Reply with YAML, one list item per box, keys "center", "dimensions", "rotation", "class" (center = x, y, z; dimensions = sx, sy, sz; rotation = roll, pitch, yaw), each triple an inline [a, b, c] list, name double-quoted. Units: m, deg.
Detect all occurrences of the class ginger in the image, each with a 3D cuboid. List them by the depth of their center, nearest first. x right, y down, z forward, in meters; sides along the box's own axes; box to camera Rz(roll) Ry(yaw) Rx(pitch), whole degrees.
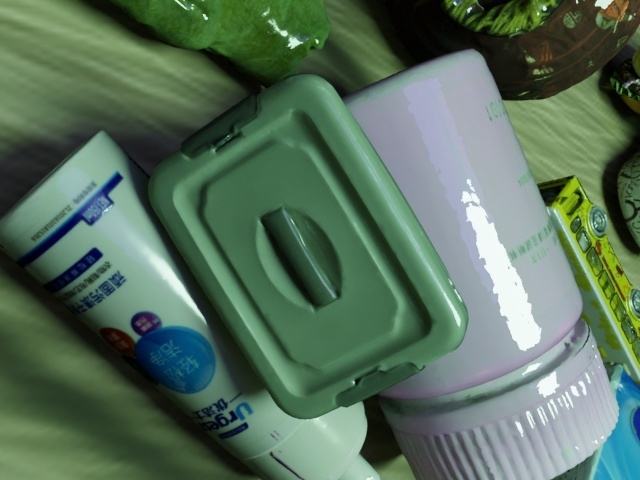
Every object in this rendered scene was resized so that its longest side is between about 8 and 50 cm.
- center: [-0.098, -0.206, 0.479]
  dimensions: [0.290, 0.089, 0.137]
  rotation: [16, 105, -43]
  class: "ginger"

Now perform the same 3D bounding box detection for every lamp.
- center: [0.173, -0.244, 0.632]
  dimensions: [0.247, 0.247, 0.246]
  rotation: [11, 72, -37]
  class: "lamp"

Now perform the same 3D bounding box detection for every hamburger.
- center: [0.466, -0.207, 0.906]
  dimensions: [0.164, 0.093, 0.190]
  rotation: [35, 43, 24]
  class: "hamburger"

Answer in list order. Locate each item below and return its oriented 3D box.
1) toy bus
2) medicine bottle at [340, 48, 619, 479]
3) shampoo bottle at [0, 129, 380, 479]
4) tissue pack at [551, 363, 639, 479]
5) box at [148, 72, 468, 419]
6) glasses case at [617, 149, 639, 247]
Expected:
- center: [0.276, 0.044, 0.746]
  dimensions: [0.074, 0.081, 0.226]
  rotation: [-41, 108, -33]
  class: "toy bus"
- center: [0.091, 0.023, 0.535]
  dimensions: [0.178, 0.178, 0.290]
  rotation: [-30, 98, -39]
  class: "medicine bottle"
- center: [-0.064, 0.071, 0.454]
  dimensions: [0.303, 0.092, 0.092]
  rotation: [49, 54, -19]
  class: "shampoo bottle"
- center: [0.251, 0.268, 0.584]
  dimensions: [0.263, 0.146, 0.198]
  rotation: [48, 49, -8]
  class: "tissue pack"
- center: [0.000, 0.000, 0.410]
  dimensions: [0.172, 0.124, 0.093]
  rotation: [60, 19, -3]
  class: "box"
- center: [0.501, -0.087, 0.950]
  dimensions: [0.355, 0.085, 0.137]
  rotation: [-29, 97, -40]
  class: "glasses case"
